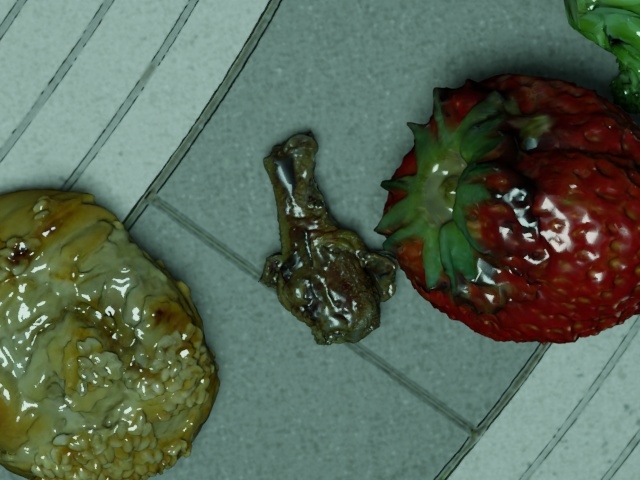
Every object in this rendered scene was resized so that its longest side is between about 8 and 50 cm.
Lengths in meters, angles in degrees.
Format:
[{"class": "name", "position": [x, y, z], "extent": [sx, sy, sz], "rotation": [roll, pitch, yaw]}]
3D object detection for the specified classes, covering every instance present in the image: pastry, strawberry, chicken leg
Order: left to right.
[{"class": "pastry", "position": [-0.237, 0.103, 1.639], "extent": [0.311, 0.162, 0.255], "rotation": [42, 99, -9]}, {"class": "chicken leg", "position": [-0.006, 0.005, 1.677], "extent": [0.125, 0.080, 0.196], "rotation": [-37, 95, -5]}, {"class": "strawberry", "position": [0.214, -0.016, 1.605], "extent": [0.288, 0.250, 0.238], "rotation": [10, 138, -33]}]

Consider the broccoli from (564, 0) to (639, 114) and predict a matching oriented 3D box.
[{"class": "broccoli", "position": [0.331, -0.215, 1.555], "extent": [0.245, 0.265, 0.294], "rotation": [0, 128, 7]}]
